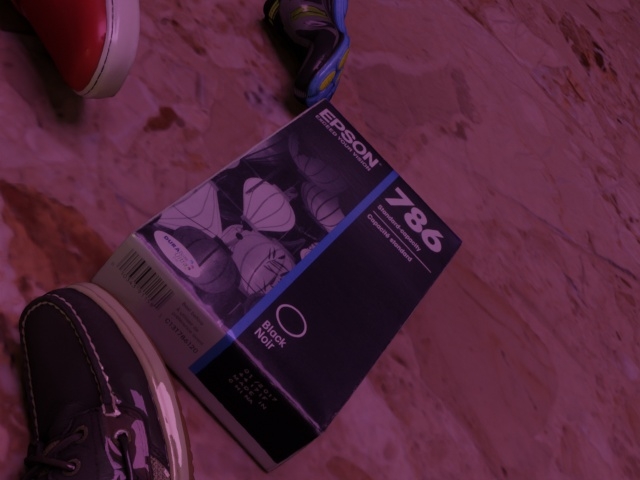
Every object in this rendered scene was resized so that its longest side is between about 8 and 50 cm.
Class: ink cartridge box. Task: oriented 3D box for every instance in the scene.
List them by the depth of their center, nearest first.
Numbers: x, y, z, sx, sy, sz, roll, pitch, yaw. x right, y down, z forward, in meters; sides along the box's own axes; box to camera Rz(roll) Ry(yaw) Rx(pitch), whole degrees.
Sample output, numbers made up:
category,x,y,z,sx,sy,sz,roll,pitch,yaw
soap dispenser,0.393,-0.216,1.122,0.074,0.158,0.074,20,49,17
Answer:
category,x,y,z,sx,sy,sz,roll,pitch,yaw
ink cartridge box,0.000,0.000,0.685,0.165,0.065,0.333,46,36,-1

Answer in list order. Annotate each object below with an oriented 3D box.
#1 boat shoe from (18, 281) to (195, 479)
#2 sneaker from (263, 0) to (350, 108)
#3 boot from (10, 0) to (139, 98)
category,x,y,z,sx,sy,sz,roll,pitch,yaw
boat shoe,-0.106,0.122,0.452,0.073,0.080,0.224,0,62,-51
sneaker,-0.015,-0.187,0.851,0.078,0.067,0.188,9,49,-12
boot,-0.226,-0.194,0.619,0.176,0.088,0.244,5,46,-42
